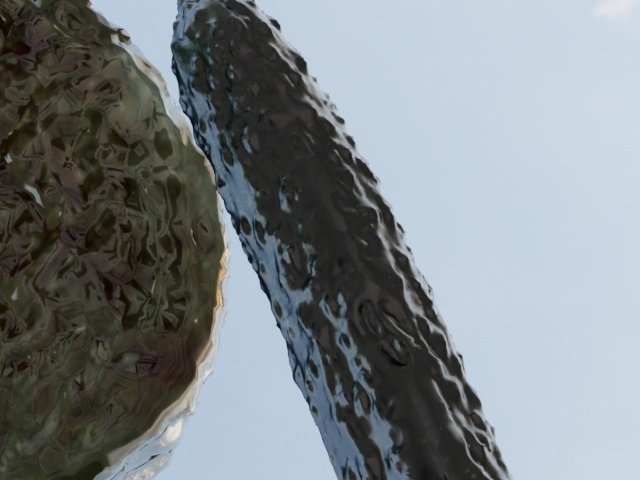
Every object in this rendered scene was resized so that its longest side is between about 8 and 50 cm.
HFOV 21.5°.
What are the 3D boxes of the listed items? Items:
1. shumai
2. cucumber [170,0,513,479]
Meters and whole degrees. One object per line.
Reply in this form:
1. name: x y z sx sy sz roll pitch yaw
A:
1. shumai: -0.202 0.008 1.076 0.395 0.348 0.395 -1 -93 17
2. cucumber: 0.002 0.000 0.722 0.072 0.072 0.300 -12 -119 -22
